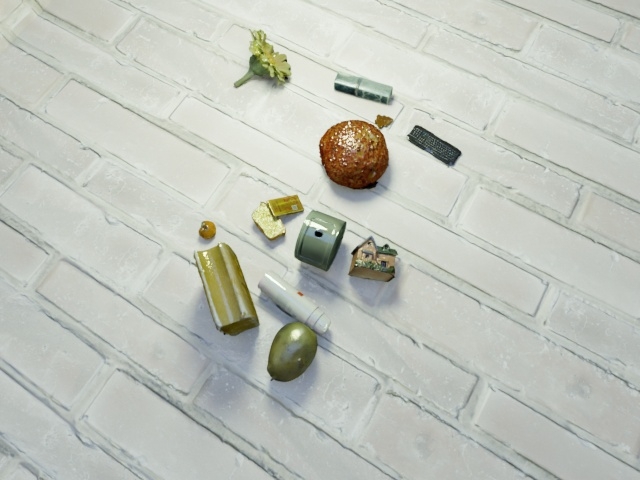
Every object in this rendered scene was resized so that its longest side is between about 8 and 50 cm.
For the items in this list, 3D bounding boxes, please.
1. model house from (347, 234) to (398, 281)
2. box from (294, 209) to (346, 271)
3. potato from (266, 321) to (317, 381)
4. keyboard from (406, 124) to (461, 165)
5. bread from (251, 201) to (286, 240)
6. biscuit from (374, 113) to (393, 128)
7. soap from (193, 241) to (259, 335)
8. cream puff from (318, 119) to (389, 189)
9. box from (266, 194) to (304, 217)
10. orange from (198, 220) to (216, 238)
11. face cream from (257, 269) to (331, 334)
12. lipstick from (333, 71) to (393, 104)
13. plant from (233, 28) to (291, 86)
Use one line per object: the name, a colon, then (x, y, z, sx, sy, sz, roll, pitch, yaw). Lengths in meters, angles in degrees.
model house: (0.227, 0.069, 1.820, 0.183, 0.166, 0.172, 14, 69, -5)
box: (0.000, 0.000, 1.813, 0.149, 0.226, 0.226, 21, 74, 9)
potato: (-0.120, 0.450, 1.711, 0.174, 0.159, 0.251, 18, 66, 37)
keyboard: (0.537, -0.454, 2.050, 0.262, 0.016, 0.106, 36, 77, 13)
bread: (-0.234, -0.081, 1.937, 0.103, 0.065, 0.187, -39, 78, -12)
biscuit: (0.309, -0.583, 2.104, 0.092, 0.016, 0.082, -7, 66, -1)
soap: (-0.375, 0.199, 1.731, 0.156, 0.293, 0.335, -20, 71, -7)
cream puff: (0.151, -0.404, 1.944, 0.350, 0.229, 0.350, -1, 69, 1)
box: (-0.158, -0.156, 1.949, 0.156, 0.022, 0.089, -17, 71, -30)
orange: (-0.508, -0.049, 1.939, 0.086, 0.062, 0.086, 0, 73, 0)
face cream: (-0.103, 0.261, 1.797, 0.345, 0.102, 0.102, 37, 77, 12)
lipstick: (0.212, -0.753, 2.132, 0.289, 0.077, 0.076, 17, 73, 7)
plant: (-0.273, -0.874, 2.166, 0.261, 0.297, 0.306, 15, 27, -16)
